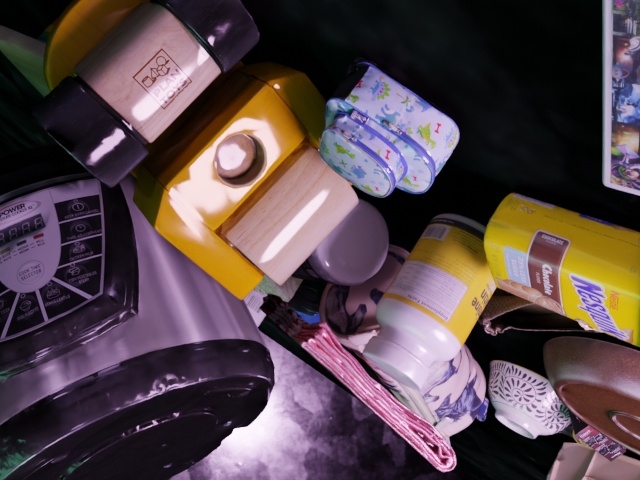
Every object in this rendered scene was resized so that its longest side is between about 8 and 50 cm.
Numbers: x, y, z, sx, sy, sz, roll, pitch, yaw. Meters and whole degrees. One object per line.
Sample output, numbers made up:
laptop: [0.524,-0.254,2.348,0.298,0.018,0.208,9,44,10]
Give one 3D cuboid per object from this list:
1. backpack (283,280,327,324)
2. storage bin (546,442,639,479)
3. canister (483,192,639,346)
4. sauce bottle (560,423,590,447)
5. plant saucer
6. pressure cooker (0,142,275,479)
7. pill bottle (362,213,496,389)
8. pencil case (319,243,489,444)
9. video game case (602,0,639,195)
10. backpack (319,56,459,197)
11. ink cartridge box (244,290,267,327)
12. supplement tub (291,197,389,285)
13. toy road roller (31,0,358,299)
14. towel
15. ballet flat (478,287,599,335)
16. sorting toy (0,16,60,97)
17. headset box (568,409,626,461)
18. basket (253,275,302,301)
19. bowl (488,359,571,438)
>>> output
backpack: [-0.034,0.125,1.347,0.120,0.098,0.101,18,158,20]
storage bin: [0.599,0.510,1.156,0.262,0.123,0.260,39,163,-19]
canister: [0.242,0.029,0.562,0.170,0.073,0.126,24,161,36]
sauce bottle: [0.456,0.332,1.068,0.042,0.042,0.128,40,161,-20]
plant saucer: [0.432,0.232,0.819,0.310,0.050,0.310,31,163,11]
pressure cooker: [-0.298,0.086,0.787,0.370,0.375,0.420,8,-135,-51]
pill bottle: [0.126,0.068,0.697,0.103,0.184,0.103,32,164,10]
pencil case: [0.143,0.176,0.986,0.160,0.183,0.410,-19,138,17]
video game case: [0.250,-0.068,0.355,0.173,0.022,0.190,23,161,34]
backpack: [0.057,-0.089,0.563,0.114,0.084,0.105,31,166,3]
ink cartridge box: [-0.261,0.157,1.501,0.226,0.306,0.131,39,163,-15]
supplement tub: [0.000,0.000,0.874,0.117,0.117,0.190,41,162,-22]
toy road roller: [-0.131,-0.121,0.666,0.329,0.202,0.240,47,175,-35]
towel: [0.031,0.172,0.844,0.237,0.037,0.329,45,171,-12]
ballet flat: [0.256,0.085,0.717,0.084,0.058,0.250,38,164,-15]
sorting toy: [-0.302,-0.208,0.920,0.257,0.089,0.255,26,162,28]
headset box: [0.426,0.293,0.975,0.083,0.032,0.062,37,-154,-7]
basket: [-0.099,0.027,1.162,0.103,0.113,0.167,20,159,30]
bowl: [0.351,0.285,1.074,0.170,0.080,0.170,32,164,11]
